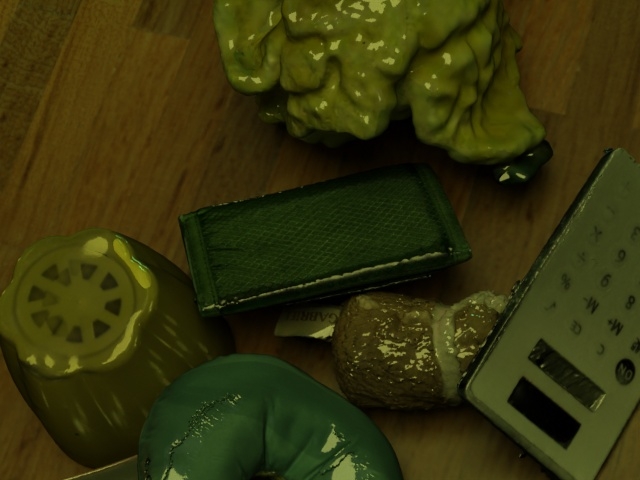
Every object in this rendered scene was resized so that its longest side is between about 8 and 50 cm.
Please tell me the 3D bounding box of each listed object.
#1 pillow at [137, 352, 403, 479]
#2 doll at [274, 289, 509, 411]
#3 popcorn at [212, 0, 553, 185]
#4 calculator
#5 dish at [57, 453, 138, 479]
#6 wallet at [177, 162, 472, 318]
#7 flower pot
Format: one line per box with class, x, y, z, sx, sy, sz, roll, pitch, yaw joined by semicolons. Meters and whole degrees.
pillow;-0.039;0.198;1.379;0.233;0.086;0.214;33;51;-11
doll;0.068;0.089;1.437;0.221;0.105;0.115;7;94;5
popcorn;0.040;-0.194;1.491;0.293;0.237;0.293;-8;48;9
calculator;0.228;0.068;1.412;0.261;0.161;0.021;-57;25;-14
dish;-0.176;0.269;1.421;0.212;0.077;0.151;-17;67;1
wallet;0.000;0.002;1.474;0.236;0.055;0.160;-14;30;-3
flower pot;-0.185;0.084;1.448;0.195;0.179;0.195;-3;68;9
